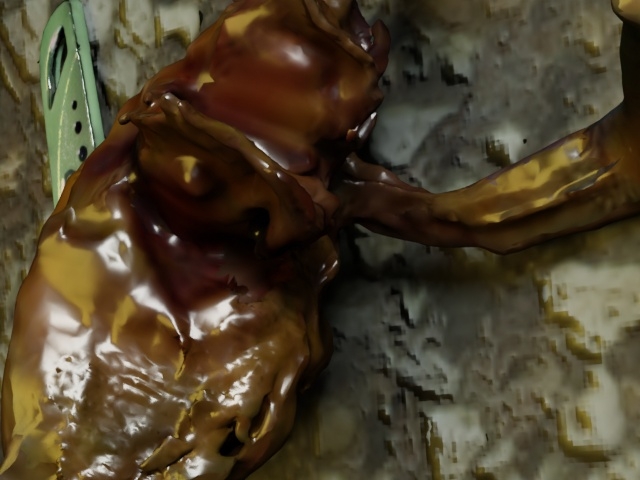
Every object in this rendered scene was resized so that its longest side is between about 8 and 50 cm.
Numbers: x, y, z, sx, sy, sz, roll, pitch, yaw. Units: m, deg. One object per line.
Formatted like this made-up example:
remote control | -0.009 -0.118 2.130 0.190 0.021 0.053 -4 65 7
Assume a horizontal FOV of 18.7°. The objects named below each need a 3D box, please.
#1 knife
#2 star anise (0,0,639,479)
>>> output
knife | -0.098 0.034 0.852 0.043 0.020 0.293 -21 72 46
star anise | -0.006 -0.008 0.663 0.346 0.148 0.237 -30 24 42
